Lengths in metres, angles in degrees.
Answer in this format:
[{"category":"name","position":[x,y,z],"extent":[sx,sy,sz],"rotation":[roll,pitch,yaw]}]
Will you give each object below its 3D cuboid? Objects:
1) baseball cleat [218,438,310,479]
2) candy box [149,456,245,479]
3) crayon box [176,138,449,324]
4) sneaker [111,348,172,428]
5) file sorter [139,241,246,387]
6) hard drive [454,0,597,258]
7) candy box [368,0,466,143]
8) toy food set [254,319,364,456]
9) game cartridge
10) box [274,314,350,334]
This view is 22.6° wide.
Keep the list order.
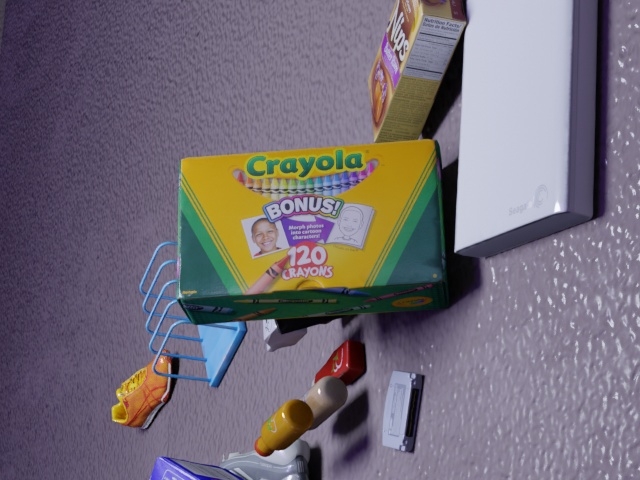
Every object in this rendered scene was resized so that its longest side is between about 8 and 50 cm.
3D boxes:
[{"category":"baseball cleat","position":[-0.072,0.302,1.963],"extent":[0.206,0.072,0.109],"rotation":[139,129,-61]},{"category":"candy box","position":[-0.129,0.443,1.833],"extent":[0.268,0.122,0.317],"rotation":[21,91,52]},{"category":"crayon box","position":[-0.007,-0.008,1.691],"extent":[0.081,0.279,0.165],"rotation":[72,-164,-65]},{"category":"sneaker","position":[-0.271,0.230,2.448],"extent":[0.175,0.067,0.064],"rotation":[-59,29,37]},{"category":"file sorter","position":[-0.184,0.099,2.255],"extent":[0.170,0.104,0.118],"rotation":[-106,35,-46]},{"category":"hard drive","position":[0.200,-0.152,1.566],"extent":[0.203,0.040,0.307],"rotation":[155,122,-62]},{"category":"candy box","position":[0.102,-0.205,1.746],"extent":[0.109,0.053,0.186],"rotation":[-94,18,-44]},{"category":"toy food set","position":[-0.022,0.134,1.862],"extent":[0.104,0.111,0.232],"rotation":[133,140,-51]},{"category":"game cartridge","position":[0.086,0.182,1.720],"extent":[0.056,0.017,0.083],"rotation":[3,83,63]},{"category":"box","position":[0.000,0.000,1.805],"extent":[0.077,0.147,0.180],"rotation":[73,180,-45]}]
